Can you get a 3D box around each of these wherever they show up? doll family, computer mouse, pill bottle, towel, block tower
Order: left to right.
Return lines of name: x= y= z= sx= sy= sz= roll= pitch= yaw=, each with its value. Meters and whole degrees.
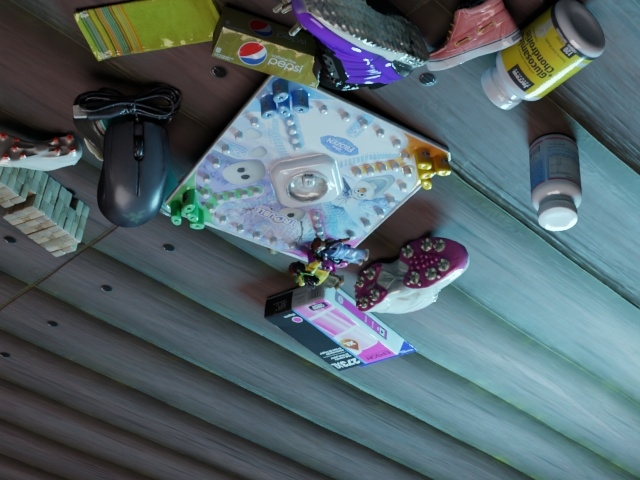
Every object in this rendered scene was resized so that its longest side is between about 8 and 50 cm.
block tower: x=-0.595 y=-0.101 z=1.915 sx=0.091 sy=0.097 sz=0.335 roll=-17 pitch=140 yaw=28
computer mouse: x=-0.334 y=-0.131 z=1.723 sx=0.188 sy=0.072 sz=0.272 roll=-6 pitch=122 yaw=-20
towel: x=-0.274 y=-0.347 z=1.583 sx=0.237 sy=0.021 sz=0.102 roll=-6 pitch=143 yaw=16
doll family: x=0.005 y=0.040 z=1.865 sx=0.111 sy=0.076 sz=0.193 roll=21 pitch=129 yaw=-23
pill bottle: x=0.338 y=-0.281 z=1.510 sx=0.103 sy=0.103 sz=0.184 roll=26 pitch=139 yaw=-25
pill bottle: x=0.408 y=-0.100 z=1.701 sx=0.087 sy=0.160 sz=0.087 roll=5 pitch=145 yaw=3

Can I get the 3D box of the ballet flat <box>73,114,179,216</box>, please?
ballet flat: x=-0.359 y=-0.152 z=1.818 sx=0.096 sy=0.095 sz=0.280 roll=-5 pitch=134 yaw=32

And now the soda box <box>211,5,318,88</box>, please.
soda box: x=-0.079 y=-0.306 z=1.561 sx=0.181 sy=0.058 sz=0.061 roll=14 pitch=135 yaw=-19

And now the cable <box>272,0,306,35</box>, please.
cable: x=0.038 y=-0.414 z=1.438 sx=0.287 sy=0.072 sz=0.139 roll=-24 pitch=119 yaw=18

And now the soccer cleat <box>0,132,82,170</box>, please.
soccer cleat: x=-0.543 y=-0.158 z=1.820 sx=0.196 sy=0.068 sz=0.076 roll=-2 pitch=153 yaw=-19

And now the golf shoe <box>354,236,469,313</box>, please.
golf shoe: x=0.208 y=0.078 z=2.040 sx=0.140 sy=0.115 sz=0.306 roll=20 pitch=150 yaw=-35

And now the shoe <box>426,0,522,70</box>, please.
shoe: x=0.222 y=-0.323 z=1.513 sx=0.178 sy=0.063 sz=0.081 roll=-10 pitch=114 yaw=48

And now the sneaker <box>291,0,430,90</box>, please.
sneaker: x=0.034 y=-0.286 z=1.466 sx=0.146 sy=0.102 sz=0.293 roll=-30 pitch=154 yaw=31

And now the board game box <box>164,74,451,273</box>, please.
board game box: x=-0.024 y=-0.096 z=1.785 sx=0.389 sy=0.050 sz=0.390 roll=21 pitch=134 yaw=-30

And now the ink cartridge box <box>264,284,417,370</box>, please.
ink cartridge box: x=0.053 y=0.218 z=2.285 sx=0.175 sy=0.069 sz=0.371 roll=-21 pitch=138 yaw=33

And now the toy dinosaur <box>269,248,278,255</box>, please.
toy dinosaur: x=-0.078 y=-0.032 z=1.959 sx=0.118 sy=0.064 sz=0.268 roll=17 pitch=147 yaw=-25
